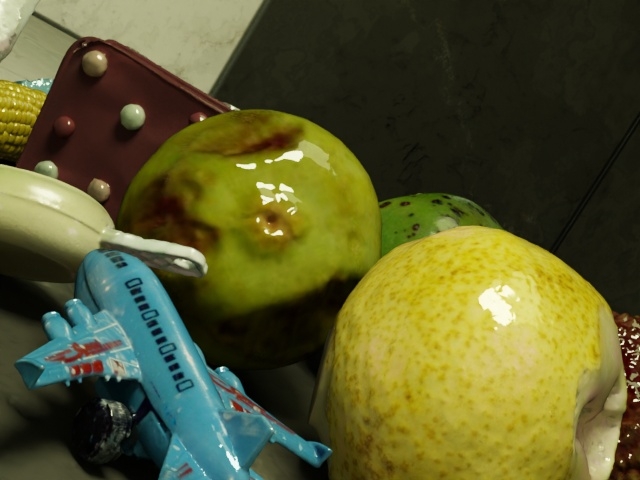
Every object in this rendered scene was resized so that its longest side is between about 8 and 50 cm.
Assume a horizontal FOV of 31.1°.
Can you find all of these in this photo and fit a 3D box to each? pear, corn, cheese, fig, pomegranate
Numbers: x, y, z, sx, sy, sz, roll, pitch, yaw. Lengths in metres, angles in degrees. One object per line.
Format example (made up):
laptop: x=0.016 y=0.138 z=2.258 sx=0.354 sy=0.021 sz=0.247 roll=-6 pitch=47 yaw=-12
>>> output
pear: x=0.120 y=0.128 z=0.919 sx=0.271 sy=0.271 sz=0.271 roll=31 pitch=8 yaw=-5
corn: x=-0.374 y=-0.138 z=1.276 sx=0.091 sy=0.091 sz=0.260 roll=32 pitch=9 yaw=21
cheese: x=-0.200 y=-0.004 z=0.908 sx=0.227 sy=0.064 sz=0.137 roll=11 pitch=-18 yaw=5
fig: x=-0.069 y=0.003 z=1.056 sx=0.239 sy=0.239 sz=0.271 roll=30 pitch=-9 yaw=-9
pomegranate: x=0.096 y=0.072 z=1.261 sx=0.270 sy=0.254 sz=0.254 roll=-3 pitch=-9 yaw=27

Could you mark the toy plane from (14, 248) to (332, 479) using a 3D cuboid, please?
toy plane: x=-0.112 y=0.094 z=0.772 sx=0.254 sy=0.105 sz=0.271 roll=25 pitch=9 yaw=-43

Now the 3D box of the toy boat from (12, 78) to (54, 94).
toy boat: x=-0.337 y=-0.144 z=1.553 sx=0.215 sy=0.088 sz=0.102 roll=30 pitch=-26 yaw=-3

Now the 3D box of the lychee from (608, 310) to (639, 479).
lychee: x=0.327 y=0.210 z=1.315 sx=0.271 sy=0.271 sz=0.271 roll=31 pitch=8 yaw=-5

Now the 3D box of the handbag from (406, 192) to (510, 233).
handbag: x=0.215 y=0.076 z=1.736 sx=0.241 sy=0.222 sz=0.263 roll=42 pitch=13 yaw=33

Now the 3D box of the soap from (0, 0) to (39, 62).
soap: x=-0.288 y=-0.108 z=0.700 sx=0.159 sy=0.302 sz=0.258 roll=36 pitch=5 yaw=-25

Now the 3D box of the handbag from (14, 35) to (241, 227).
handbag: x=-0.200 y=-0.085 z=1.204 sx=0.216 sy=0.203 sz=0.074 roll=33 pitch=16 yaw=11
